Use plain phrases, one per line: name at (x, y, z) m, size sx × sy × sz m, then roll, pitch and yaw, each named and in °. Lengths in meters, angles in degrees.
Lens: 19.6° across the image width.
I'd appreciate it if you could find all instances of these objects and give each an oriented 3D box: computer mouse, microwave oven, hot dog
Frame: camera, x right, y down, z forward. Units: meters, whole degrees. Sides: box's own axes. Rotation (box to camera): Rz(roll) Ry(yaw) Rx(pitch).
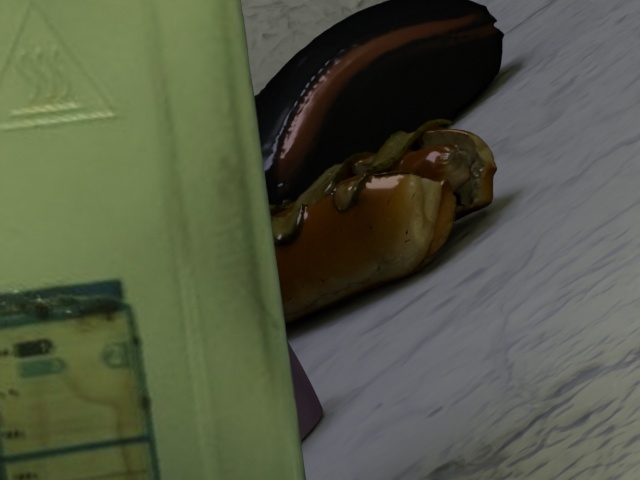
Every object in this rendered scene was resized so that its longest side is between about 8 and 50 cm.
computer mouse at (0.010, -0.099, 1.477) m, size 0.323 × 0.116 × 0.183 m, roll -40°, pitch 4°, yaw -25°
microwave oven at (-0.196, 0.033, 0.572) m, size 0.354 × 0.286 × 0.218 m, roll -9°, pitch 2°, yaw -9°
hot dog at (0.000, 0.000, 1.085) m, size 0.269 × 0.072 × 0.109 m, roll -25°, pitch 10°, yaw 46°

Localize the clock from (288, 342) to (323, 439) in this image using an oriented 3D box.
clock at (-0.073, 0.099, 0.873) m, size 0.152 × 0.050 × 0.110 m, roll -27°, pitch 12°, yaw 50°
